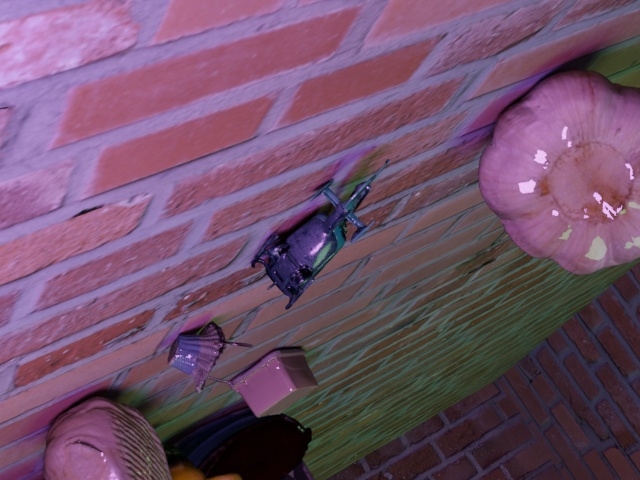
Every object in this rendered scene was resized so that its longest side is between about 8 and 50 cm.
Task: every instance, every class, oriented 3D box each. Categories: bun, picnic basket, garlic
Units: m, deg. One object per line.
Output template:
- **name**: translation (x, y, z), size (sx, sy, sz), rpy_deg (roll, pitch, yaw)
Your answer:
- **bun**: translation (-0.234, 0.250, 1.361), size (0.113, 0.173, 0.166), rpy_deg (-22, -162, 7)
- **picnic basket**: translation (-0.117, 0.124, 1.352), size (0.083, 0.083, 0.065), rpy_deg (18, 126, -15)
- **garlic**: translation (0.275, -0.084, 1.361), size (0.218, 0.218, 0.212), rpy_deg (-37, -165, 12)

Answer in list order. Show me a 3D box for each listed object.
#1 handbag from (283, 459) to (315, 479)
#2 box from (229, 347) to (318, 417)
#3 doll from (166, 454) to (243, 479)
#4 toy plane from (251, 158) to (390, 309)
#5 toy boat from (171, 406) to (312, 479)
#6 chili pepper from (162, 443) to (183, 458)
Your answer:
- **handbag**: translation (-0.147, 0.481, 1.980), size (0.416, 0.316, 0.180), rpy_deg (-18, 152, -49)
- **box**: translation (-0.059, 0.195, 1.743), size (0.089, 0.062, 0.122), rpy_deg (-37, 165, 13)
- **doll**: translation (-0.321, 0.392, 1.552), size (0.423, 0.161, 0.348), rpy_deg (-16, 161, -25)
- **toy plane**: translation (0.000, 0.000, 1.235), size (0.096, 0.060, 0.235), rpy_deg (-35, 172, -30)
- **toy boat**: translation (-0.141, 0.325, 1.900), size (0.142, 0.129, 0.309), rpy_deg (-7, -172, 43)
- **chili pepper**: translation (-0.303, 0.354, 1.690), size (0.122, 0.065, 0.279), rpy_deg (25, 121, -38)
